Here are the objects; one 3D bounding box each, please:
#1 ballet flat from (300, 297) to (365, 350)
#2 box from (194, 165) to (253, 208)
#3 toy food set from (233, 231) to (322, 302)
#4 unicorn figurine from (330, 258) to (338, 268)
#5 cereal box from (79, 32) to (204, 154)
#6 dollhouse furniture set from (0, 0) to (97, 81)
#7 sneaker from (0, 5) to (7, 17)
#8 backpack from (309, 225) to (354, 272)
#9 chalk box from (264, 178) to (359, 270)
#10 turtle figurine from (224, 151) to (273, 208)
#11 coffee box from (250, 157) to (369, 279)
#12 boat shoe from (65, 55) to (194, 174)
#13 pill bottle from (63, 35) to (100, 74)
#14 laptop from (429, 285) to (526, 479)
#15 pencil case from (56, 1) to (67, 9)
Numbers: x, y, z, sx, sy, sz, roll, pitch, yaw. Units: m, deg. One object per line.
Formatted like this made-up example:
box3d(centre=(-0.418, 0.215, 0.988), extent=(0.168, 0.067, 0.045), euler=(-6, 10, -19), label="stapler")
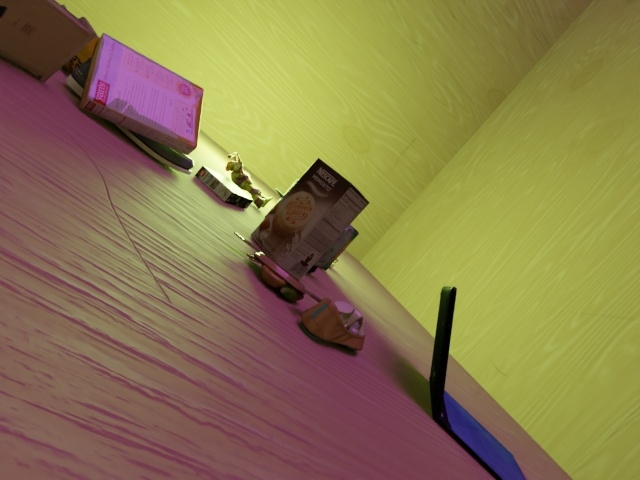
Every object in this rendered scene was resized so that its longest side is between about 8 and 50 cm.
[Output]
box3d(centre=(0.044, 0.151, 0.856), extent=(0.080, 0.073, 0.232), euler=(44, 4, 26), label="ballet flat")
box3d(centre=(-0.270, -0.148, 1.369), extent=(0.114, 0.036, 0.207), euler=(42, 4, 6), label="box")
box3d(centre=(-0.083, 0.067, 0.890), extent=(0.192, 0.038, 0.132), euler=(37, -5, 21), label="toy food set")
box3d(centre=(0.016, 0.055, 1.835), extent=(0.111, 0.060, 0.162), euler=(41, -12, 5), label="unicorn figurine")
box3d(centre=(-0.370, -0.306, 1.023), extent=(0.240, 0.047, 0.173), euler=(22, 58, -39), label="cereal box")
box3d(centre=(-0.530, -0.491, 0.811), extent=(0.303, 0.286, 0.198), euler=(54, 6, 12), label="dollhouse furniture set")
box3d(centre=(-0.532, -0.349, 0.664), extent=(0.170, 0.089, 0.051), euler=(42, 4, 1), label="sneaker")
box3d(centre=(0.000, 0.000, 1.295), extent=(0.115, 0.182, 0.152), euler=(42, 3, 13), label="backpack")
box3d(centre=(-0.050, -0.065, 1.588), extent=(0.289, 0.179, 0.180), euler=(37, 7, -37), label="chalk box")
box3d(centre=(-0.269, -0.210, 1.700), extent=(0.217, 0.087, 0.269), euler=(49, -5, -2), label="turtle figurine")
box3d(centre=(-0.027, -0.051, 1.115), extent=(0.141, 0.246, 0.098), euler=(44, 5, 40), label="coffee box")
box3d(centre=(-0.399, -0.275, 1.065), extent=(0.319, 0.099, 0.116), euler=(41, 2, -18), label="boat shoe")
box3d(centre=(-0.532, -0.412, 1.164), extent=(0.208, 0.117, 0.117), euler=(42, 4, 8), label="pill bottle")
box3d(centre=(0.373, 0.322, 1.085), extent=(0.236, 0.407, 0.382), euler=(8, -4, 12), label="laptop")
box3d(centre=(-0.832, -0.684, 1.421), extent=(0.104, 0.104, 0.236), euler=(40, 5, -19), label="pencil case")
